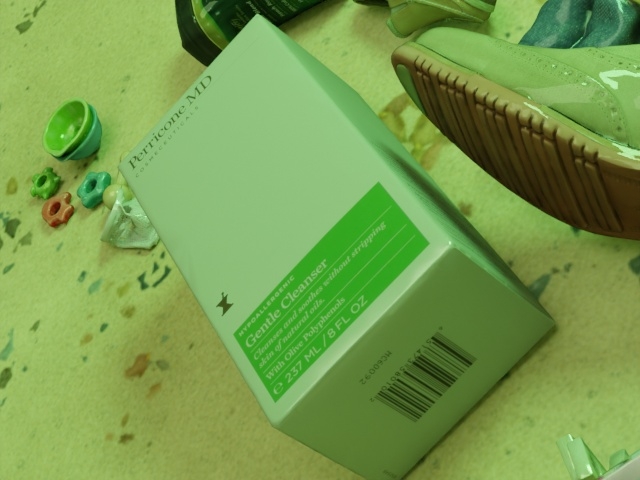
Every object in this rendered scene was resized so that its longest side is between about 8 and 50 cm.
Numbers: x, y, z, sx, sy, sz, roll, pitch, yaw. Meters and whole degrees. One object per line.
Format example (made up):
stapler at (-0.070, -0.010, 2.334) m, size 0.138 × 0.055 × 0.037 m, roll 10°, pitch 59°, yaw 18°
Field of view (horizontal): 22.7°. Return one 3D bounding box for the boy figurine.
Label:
boy figurine at (0.259, -0.228, 1.272) m, size 0.285 × 0.092 × 0.177 m, roll -52°, pitch 42°, yaw -1°

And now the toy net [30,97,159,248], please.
toy net at (-0.235, -0.051, 1.616) m, size 0.122 × 0.045 × 0.232 m, roll -48°, pitch 42°, yaw 4°

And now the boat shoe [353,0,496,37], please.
boat shoe at (0.089, -0.215, 1.440) m, size 0.072 × 0.068 × 0.190 m, roll -63°, pitch 32°, yaw 6°

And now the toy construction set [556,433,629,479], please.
toy construction set at (0.284, 0.133, 0.956) m, size 0.327 × 0.151 × 0.215 m, roll -36°, pitch 68°, yaw 28°

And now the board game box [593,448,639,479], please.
board game box at (0.332, 0.189, 0.822) m, size 0.319 × 0.066 × 0.318 m, roll -38°, pitch 76°, yaw 15°

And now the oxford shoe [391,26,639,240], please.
oxford shoe at (0.234, -0.084, 1.145) m, size 0.397 × 0.140 × 0.146 m, roll 27°, pitch 74°, yaw 28°

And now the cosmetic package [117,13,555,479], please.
cosmetic package at (0.000, 0.000, 1.295) m, size 0.197 × 0.155 × 0.365 m, roll -48°, pitch 43°, yaw 9°

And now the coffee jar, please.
coffee jar at (-0.061, -0.251, 1.576) m, size 0.184 × 0.079 × 0.096 m, roll -30°, pitch 46°, yaw 23°
